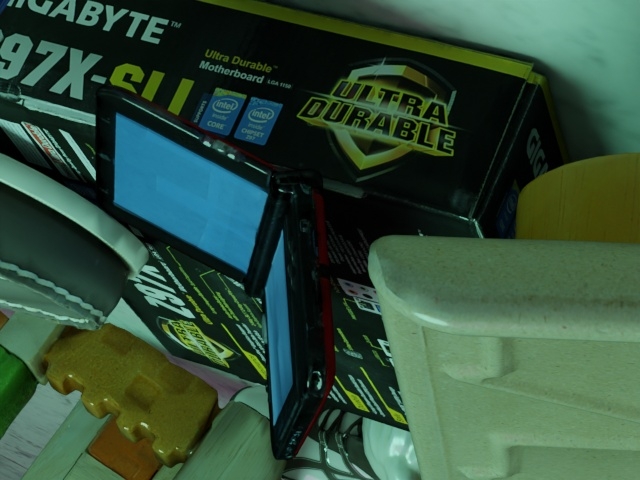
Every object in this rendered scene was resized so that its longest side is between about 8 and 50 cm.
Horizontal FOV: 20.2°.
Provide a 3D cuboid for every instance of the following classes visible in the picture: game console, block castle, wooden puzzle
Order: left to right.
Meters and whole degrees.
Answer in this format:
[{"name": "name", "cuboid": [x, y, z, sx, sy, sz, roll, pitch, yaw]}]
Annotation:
[{"name": "block castle", "cuboid": [-0.242, 0.130, 1.174, 0.453, 0.213, 0.303, 33, 164, 12]}, {"name": "game console", "cuboid": [-0.046, 0.018, 0.720, 0.085, 0.124, 0.144, -2, 163, -7]}, {"name": "wooden puzzle", "cuboid": [0.192, 0.046, 0.649, 0.322, 0.080, 0.348, 2, 162, 8]}]

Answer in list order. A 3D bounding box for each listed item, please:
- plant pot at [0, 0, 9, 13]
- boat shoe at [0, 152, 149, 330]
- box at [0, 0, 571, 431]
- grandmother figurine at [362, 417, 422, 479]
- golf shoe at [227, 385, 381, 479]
[{"name": "plant pot", "cuboid": [-0.228, -0.138, 0.533, 0.236, 0.236, 0.212, 7, 148, 41]}, {"name": "boat shoe", "cuboid": [-0.238, -0.017, 0.793, 0.324, 0.097, 0.116, 22, 160, -16]}, {"name": "box", "cuboid": [0.000, 0.000, 0.856, 0.257, 0.079, 0.322, 17, 160, 24]}, {"name": "grandmother figurine", "cuboid": [0.179, 0.155, 1.043, 0.342, 0.104, 0.208, 20, 134, 22]}, {"name": "golf shoe", "cuboid": [0.029, 0.127, 1.198, 0.198, 0.077, 0.094, 18, 143, 13]}]
